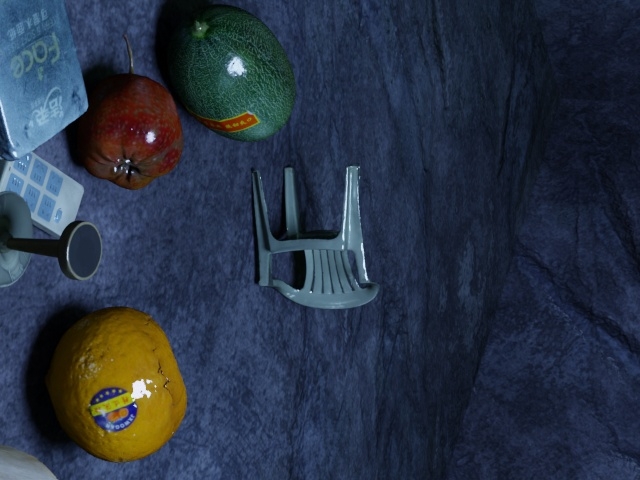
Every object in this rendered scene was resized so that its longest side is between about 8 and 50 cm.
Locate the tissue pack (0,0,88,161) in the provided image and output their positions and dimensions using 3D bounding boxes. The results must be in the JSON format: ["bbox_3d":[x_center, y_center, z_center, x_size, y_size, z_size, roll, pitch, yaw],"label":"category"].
[{"bbox_3d":[-0.394,-0.252,1.793,0.185,0.081,0.257,-48,136,-51],"label":"tissue pack"}]

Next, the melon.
[{"bbox_3d":[-0.140,-0.263,2.204,0.287,0.182,0.182,55,48,-55],"label":"melon"}]

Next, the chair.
[{"bbox_3d":[0.000,0.000,2.544,0.190,0.203,0.274,-19,108,-75],"label":"chair"}]

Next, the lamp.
[{"bbox_3d":[-0.374,0.000,1.738,0.121,0.215,0.121,-17,109,-62],"label":"lamp"}]

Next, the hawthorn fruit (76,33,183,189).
[{"bbox_3d":[-0.270,-0.179,2.021,0.162,0.162,0.203,61,25,-51],"label":"hawthorn fruit"}]

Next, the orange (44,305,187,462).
[{"bbox_3d":[-0.284,0.203,1.988,0.219,0.193,0.219,-19,90,-80],"label":"orange"}]

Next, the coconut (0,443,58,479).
[{"bbox_3d":[-0.428,0.358,1.636,0.329,0.329,0.329,-25,118,-61],"label":"coconut"}]

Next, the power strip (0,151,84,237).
[{"bbox_3d":[-0.385,-0.067,1.908,0.192,0.035,0.081,41,59,-59],"label":"power strip"}]
